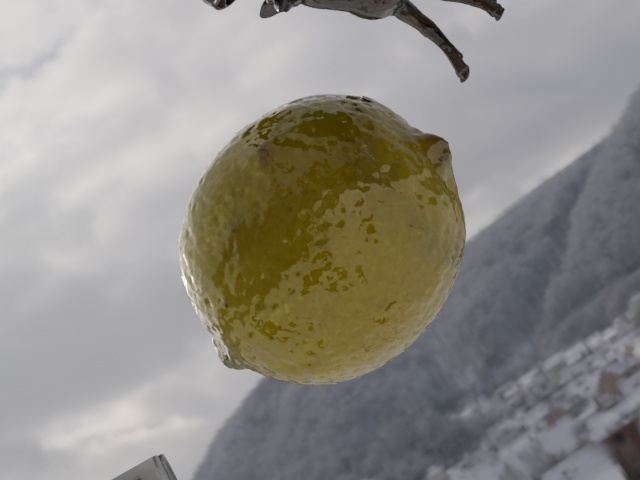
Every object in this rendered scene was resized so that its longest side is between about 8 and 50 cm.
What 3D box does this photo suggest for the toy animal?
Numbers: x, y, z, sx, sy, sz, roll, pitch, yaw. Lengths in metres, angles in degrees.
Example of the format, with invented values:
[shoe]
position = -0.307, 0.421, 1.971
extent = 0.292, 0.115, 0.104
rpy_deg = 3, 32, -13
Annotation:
[toy animal]
position = 0.038, -0.245, 1.092
extent = 0.243, 0.260, 0.087
rpy_deg = -63, 0, -32

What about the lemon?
[lemon]
position = 0.001, -0.002, 1.406
extent = 0.336, 0.336, 0.336
rpy_deg = -32, -12, -8

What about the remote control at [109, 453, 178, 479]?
[remote control]
position = -0.140, 0.359, 1.233
extent = 0.103, 0.277, 0.055
rpy_deg = -30, -11, 3
